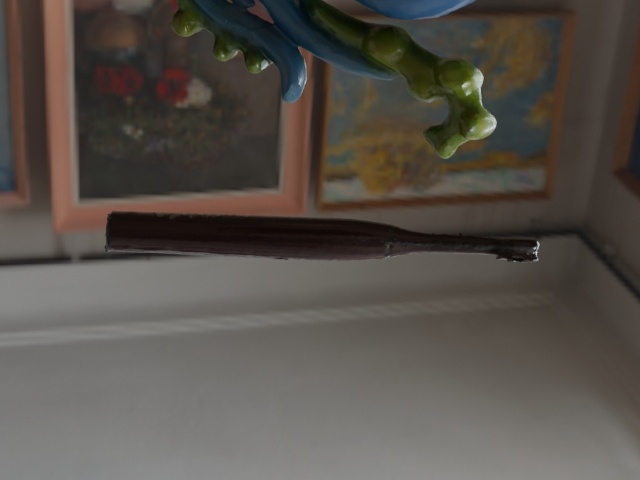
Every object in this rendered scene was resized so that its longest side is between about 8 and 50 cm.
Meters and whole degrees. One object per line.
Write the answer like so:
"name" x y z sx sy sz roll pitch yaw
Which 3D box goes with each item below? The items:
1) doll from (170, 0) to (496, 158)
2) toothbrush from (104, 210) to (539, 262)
"doll" 0.003 -0.242 0.732 0.341 0.346 0.099 31 -153 6
"toothbrush" 0.000 -0.001 1.101 0.364 0.041 0.041 2 -151 2
